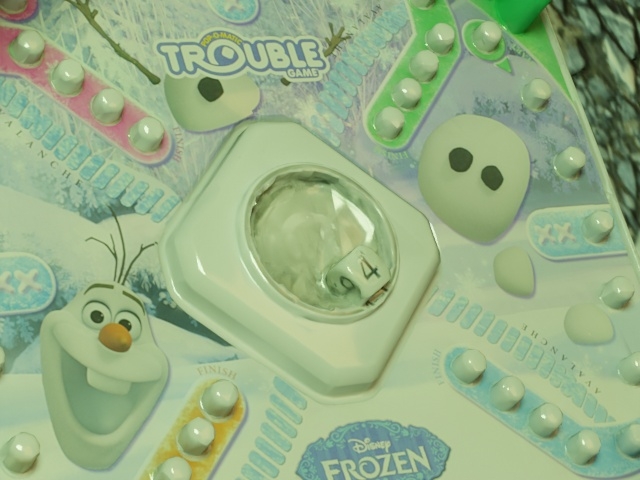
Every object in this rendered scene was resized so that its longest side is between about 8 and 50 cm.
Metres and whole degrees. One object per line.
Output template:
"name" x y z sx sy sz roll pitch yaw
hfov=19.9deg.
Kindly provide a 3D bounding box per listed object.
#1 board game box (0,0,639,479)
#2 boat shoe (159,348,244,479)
"board game box" 0.000 0.000 0.860 0.390 0.050 0.390 -5 66 -29
"boat shoe" -0.013 0.141 0.869 0.227 0.079 0.081 37 50 -20
